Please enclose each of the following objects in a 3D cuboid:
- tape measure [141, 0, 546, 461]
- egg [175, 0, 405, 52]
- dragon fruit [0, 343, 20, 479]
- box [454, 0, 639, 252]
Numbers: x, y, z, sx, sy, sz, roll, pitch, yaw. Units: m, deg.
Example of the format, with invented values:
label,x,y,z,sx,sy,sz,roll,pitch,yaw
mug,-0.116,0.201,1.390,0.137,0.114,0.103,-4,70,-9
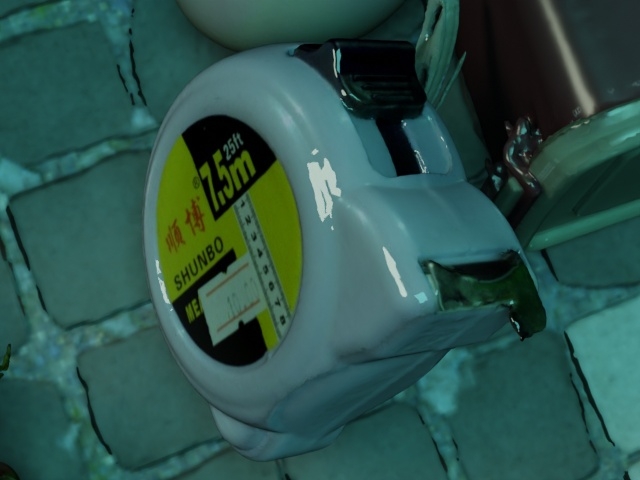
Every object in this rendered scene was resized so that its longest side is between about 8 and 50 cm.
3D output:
label,x,y,z,sx,sy,sz,roll,pitch,yaw
tape measure,0.000,-0.004,0.581,0.105,0.196,0.178,-6,70,-38
egg,-0.010,-0.144,0.630,0.135,0.103,0.103,-16,85,-6
dragon fruit,-0.208,0.098,0.584,0.137,0.135,0.236,7,66,3
box,0.197,-0.125,0.603,0.294,0.193,0.168,-19,80,-6
